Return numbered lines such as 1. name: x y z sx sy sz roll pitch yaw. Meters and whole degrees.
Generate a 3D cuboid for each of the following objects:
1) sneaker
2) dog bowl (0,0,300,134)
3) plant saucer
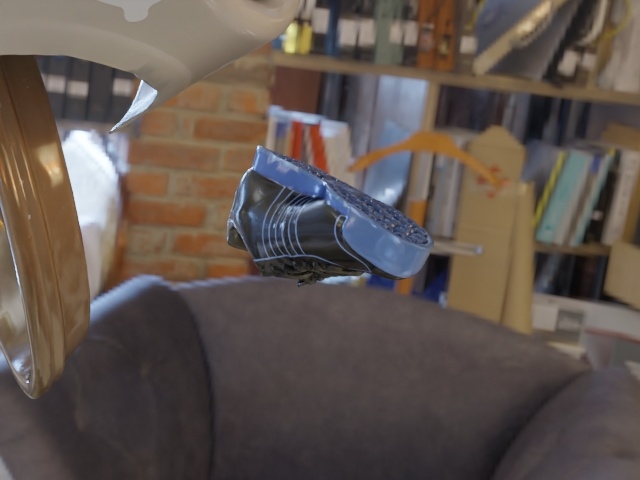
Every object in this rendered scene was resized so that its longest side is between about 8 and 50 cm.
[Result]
1. sneaker: 0.000 0.000 0.914 0.081 0.090 0.232 18 8 -31
2. dog bowl: -0.105 -0.220 0.505 0.102 0.348 0.349 -13 7 15
3. plant saucer: -0.181 -0.050 0.663 0.041 0.277 0.278 -16 21 -20
